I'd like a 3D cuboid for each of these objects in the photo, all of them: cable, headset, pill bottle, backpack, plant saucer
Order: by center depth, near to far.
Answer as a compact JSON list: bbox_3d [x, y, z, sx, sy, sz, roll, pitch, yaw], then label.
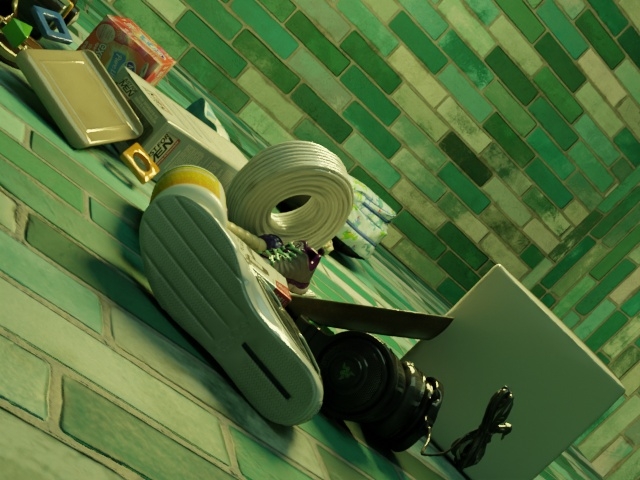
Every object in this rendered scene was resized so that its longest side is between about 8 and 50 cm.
[{"bbox_3d":[-0.198,-0.036,1.287,0.118,0.117,0.208,42,8,-17],"label":"pill bottle"},{"bbox_3d":[0.110,0.209,1.305,0.243,0.185,0.394,37,-1,-40],"label":"headset"},{"bbox_3d":[0.081,0.138,1.551,0.311,0.050,0.310,9,-3,1],"label":"plant saucer"},{"bbox_3d":[-0.061,-0.074,1.706,0.257,0.257,0.089,43,17,-48],"label":"cable"},{"bbox_3d":[0.057,-0.086,2.555,0.290,0.273,0.355,31,-18,48],"label":"backpack"}]

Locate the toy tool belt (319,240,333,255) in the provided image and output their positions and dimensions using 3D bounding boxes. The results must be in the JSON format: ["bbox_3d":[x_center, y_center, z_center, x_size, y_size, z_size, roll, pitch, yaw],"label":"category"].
[{"bbox_3d":[0.000,0.000,2.406,0.051,0.052,0.083,49,2,-43],"label":"toy tool belt"}]

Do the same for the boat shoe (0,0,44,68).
[{"bbox_3d":[-0.523,-0.359,1.420,0.095,0.095,0.257,46,8,17],"label":"boat shoe"}]

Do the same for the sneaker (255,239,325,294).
[{"bbox_3d":[-0.078,0.031,1.541,0.083,0.098,0.224,37,11,29],"label":"sneaker"}]

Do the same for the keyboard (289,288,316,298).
[{"bbox_3d":[-0.068,0.085,1.708,0.072,0.014,0.256,46,7,14],"label":"keyboard"}]

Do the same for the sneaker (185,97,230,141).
[{"bbox_3d":[-0.309,-0.304,2.360,0.092,0.087,0.228,47,10,-44],"label":"sneaker"}]

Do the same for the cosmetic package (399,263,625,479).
[{"bbox_3d":[0.370,0.276,1.767,0.327,0.329,0.394,46,8,12],"label":"cosmetic package"}]

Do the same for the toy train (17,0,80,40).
[{"bbox_3d":[-0.639,-0.550,1.758,0.334,0.142,0.190,41,18,-22],"label":"toy train"}]

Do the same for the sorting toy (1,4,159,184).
[{"bbox_3d":[-0.398,-0.229,1.430,0.347,0.047,0.196,56,23,0],"label":"sorting toy"}]

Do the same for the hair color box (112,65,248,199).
[{"bbox_3d":[-0.262,-0.170,1.707,0.185,0.113,0.374,49,8,33],"label":"hair color box"}]

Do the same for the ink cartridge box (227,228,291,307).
[{"bbox_3d":[-0.125,0.052,1.386,0.150,0.063,0.109,42,8,-17],"label":"ink cartridge box"}]

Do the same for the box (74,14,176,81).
[{"bbox_3d":[-0.418,-0.366,1.822,0.142,0.154,0.300,43,6,-11],"label":"box"}]

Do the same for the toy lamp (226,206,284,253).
[{"bbox_3d":[-0.160,-0.018,1.553,0.080,0.080,0.275,48,7,29],"label":"toy lamp"}]

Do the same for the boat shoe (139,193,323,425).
[{"bbox_3d":[-0.115,0.093,1.107,0.335,0.121,0.119,56,1,8],"label":"boat shoe"}]
